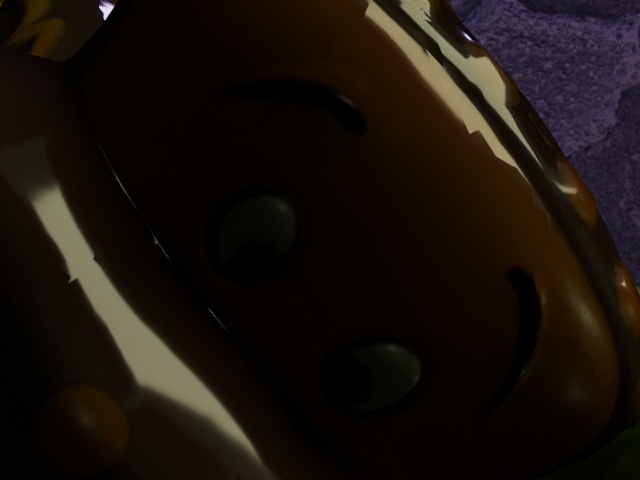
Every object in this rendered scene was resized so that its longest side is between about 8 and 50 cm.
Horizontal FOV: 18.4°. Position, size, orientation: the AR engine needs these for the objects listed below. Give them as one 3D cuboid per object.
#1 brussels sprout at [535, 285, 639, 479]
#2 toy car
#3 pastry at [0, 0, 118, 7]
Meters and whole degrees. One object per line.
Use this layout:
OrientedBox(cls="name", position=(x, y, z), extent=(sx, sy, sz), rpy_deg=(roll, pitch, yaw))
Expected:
OrientedBox(cls="brussels sprout", position=(0.213, 0.190, 1.717), extent=(0.371, 0.315, 0.276), rpy_deg=(61, 10, -12))
OrientedBox(cls="toy car", position=(-0.046, 0.020, 0.578), extent=(0.271, 0.240, 0.340), rpy_deg=(51, 6, -9))
OrientedBox(cls="pastry", position=(-0.159, -0.192, 0.934), extent=(0.164, 0.356, 0.356), rpy_deg=(-1, -32, 35))
